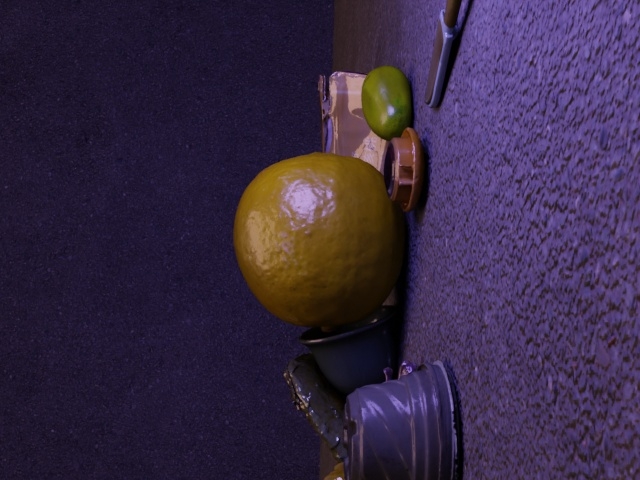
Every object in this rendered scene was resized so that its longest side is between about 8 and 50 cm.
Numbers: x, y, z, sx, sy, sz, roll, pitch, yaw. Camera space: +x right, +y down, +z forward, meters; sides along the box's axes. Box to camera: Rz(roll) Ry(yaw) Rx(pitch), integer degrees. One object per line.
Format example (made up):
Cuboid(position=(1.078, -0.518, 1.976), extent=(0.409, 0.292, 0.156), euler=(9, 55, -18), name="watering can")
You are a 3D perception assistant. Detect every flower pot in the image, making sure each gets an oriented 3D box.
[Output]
Cuboid(position=(0.104, 0.280, 1.116), extent=(0.235, 0.140, 0.236), euler=(-179, 90, -88), name="flower pot")

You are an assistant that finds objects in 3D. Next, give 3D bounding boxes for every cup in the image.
Cuboid(position=(0.074, 0.225, 1.542), extent=(0.199, 0.199, 0.150), euler=(-139, 30, -85), name="cup")

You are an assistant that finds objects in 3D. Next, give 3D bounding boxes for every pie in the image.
Cuboid(position=(0.037, 0.336, 1.588), extent=(0.306, 0.071, 0.306), euler=(48, -172, -10), name="pie")

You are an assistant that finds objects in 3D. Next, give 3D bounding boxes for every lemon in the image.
Cuboid(position=(0.000, 0.000, 1.509), extent=(0.348, 0.347, 0.348), euler=(-177, 90, -86), name="lemon")

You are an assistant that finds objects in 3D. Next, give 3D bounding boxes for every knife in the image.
Cuboid(position=(0.183, -0.300, 1.150), extent=(0.343, 0.027, 0.061), euler=(93, 174, -58), name="knife")

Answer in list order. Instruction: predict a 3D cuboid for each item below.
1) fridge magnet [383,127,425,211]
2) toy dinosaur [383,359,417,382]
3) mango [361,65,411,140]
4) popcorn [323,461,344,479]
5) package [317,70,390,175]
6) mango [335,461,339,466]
Cuboid(position=(0.143, -0.119, 1.359), extent=(0.143, 0.063, 0.143), euler=(180, 90, -84), name="fridge magnet")
Cuboid(position=(0.125, 0.322, 1.321), extent=(0.200, 0.072, 0.251), euler=(157, 125, -77), name="toy dinosaur")
Cuboid(position=(0.123, -0.256, 1.522), extent=(0.117, 0.089, 0.163), euler=(122, 152, -54), name="mango")
Cuboid(position=(0.048, 0.469, 1.309), extent=(0.226, 0.200, 0.203), euler=(52, 177, -32), name="popcorn")
Cuboid(position=(0.073, -0.199, 1.714), extent=(0.221, 0.165, 0.311), euler=(-101, 14, -75), name="package")
Cuboid(position=(0.060, 0.614, 1.941), extent=(0.122, 0.085, 0.191), euler=(94, 177, -65), name="mango")
